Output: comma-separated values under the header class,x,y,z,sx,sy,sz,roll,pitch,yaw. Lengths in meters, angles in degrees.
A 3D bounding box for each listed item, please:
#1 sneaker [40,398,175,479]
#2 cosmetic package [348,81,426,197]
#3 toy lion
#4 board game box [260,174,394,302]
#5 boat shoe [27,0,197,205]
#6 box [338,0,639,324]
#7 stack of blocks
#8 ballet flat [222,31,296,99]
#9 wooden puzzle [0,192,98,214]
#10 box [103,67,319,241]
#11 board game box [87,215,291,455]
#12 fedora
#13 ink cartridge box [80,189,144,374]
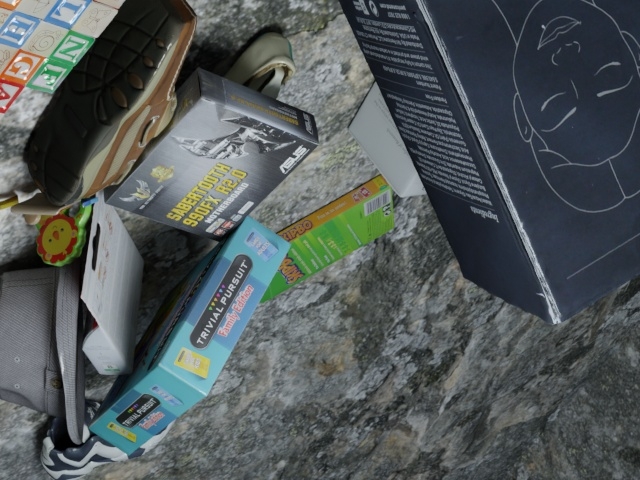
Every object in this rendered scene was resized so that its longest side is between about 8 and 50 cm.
class,x,y,z,sx,sy,sz,roll,pitch,yaw
sneaker,-0.333,0.286,2.475,0.235,0.094,0.153,-20,157,-9
cosmetic package,0.168,-0.182,2.288,0.151,0.151,0.184,-8,140,-40
toy lion,-0.330,-0.021,2.032,0.100,0.096,0.034,-45,150,14
board game box,0.000,0.000,2.491,0.259,0.039,0.124,-32,150,-15
boat shoe,-0.238,-0.174,1.908,0.120,0.123,0.324,-11,150,-48
box,0.348,-0.231,2.046,0.480,0.297,0.472,-30,108,-12
stack of blocks,-0.357,-0.219,1.723,0.297,0.087,0.171,-48,150,19
ballet flat,-0.121,-0.165,2.069,0.248,0.086,0.086,-47,150,18
wooden puzzle,-0.345,-0.044,1.986,0.078,0.116,0.014,-36,127,-61
box,-0.142,-0.104,2.025,0.183,0.056,0.231,20,134,-34
board game box,-0.187,0.136,2.192,0.254,0.079,0.336,-61,-170,-30
fedora,-0.382,0.140,2.124,0.124,0.244,0.275,1,136,-6
ink cartridge box,-0.293,0.052,2.099,0.056,0.181,0.225,-4,150,12
